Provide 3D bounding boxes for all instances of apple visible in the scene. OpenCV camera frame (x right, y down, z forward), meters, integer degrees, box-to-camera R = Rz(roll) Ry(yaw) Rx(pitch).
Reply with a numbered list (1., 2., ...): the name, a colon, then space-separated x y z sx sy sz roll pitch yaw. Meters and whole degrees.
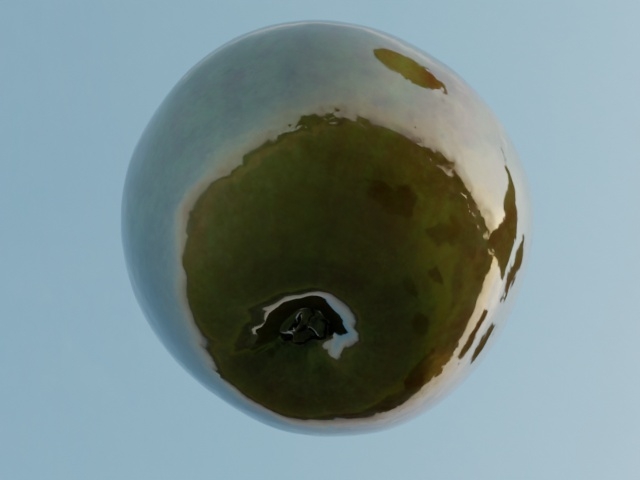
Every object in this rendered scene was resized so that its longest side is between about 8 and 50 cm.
1. apple: 0.000 0.000 0.856 0.257 0.234 0.257 6 -52 8
